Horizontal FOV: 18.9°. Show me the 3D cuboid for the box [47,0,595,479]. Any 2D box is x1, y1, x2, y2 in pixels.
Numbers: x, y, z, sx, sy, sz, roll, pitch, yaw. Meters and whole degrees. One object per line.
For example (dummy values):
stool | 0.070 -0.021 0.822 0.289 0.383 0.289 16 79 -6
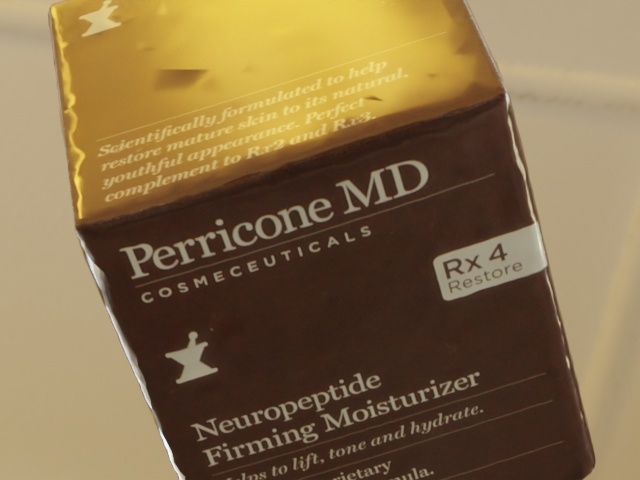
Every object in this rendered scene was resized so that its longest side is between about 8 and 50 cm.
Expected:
box | 0.000 0.000 0.799 0.168 0.167 0.203 -17 -52 1
